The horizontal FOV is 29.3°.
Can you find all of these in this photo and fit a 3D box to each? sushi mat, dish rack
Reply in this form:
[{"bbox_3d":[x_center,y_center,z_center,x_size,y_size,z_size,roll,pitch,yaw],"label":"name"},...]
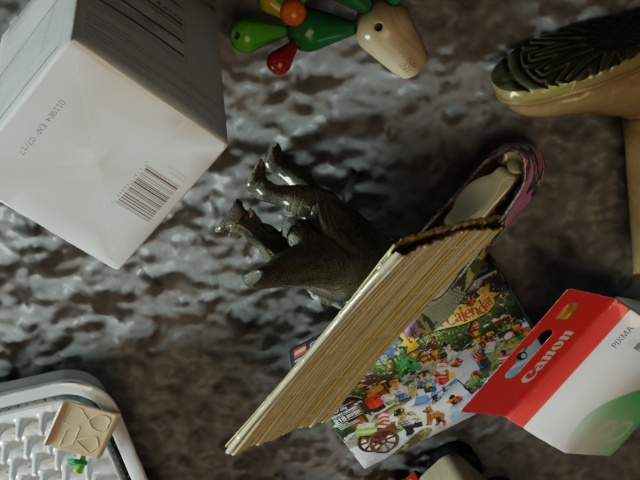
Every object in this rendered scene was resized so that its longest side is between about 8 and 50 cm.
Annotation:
[{"bbox_3d":[0.035,0.089,1.100,0.151,0.019,0.316,-13,151,-44],"label":"sushi mat"},{"bbox_3d":[-0.313,0.276,1.290,0.285,0.072,0.333,-13,124,2],"label":"dish rack"}]

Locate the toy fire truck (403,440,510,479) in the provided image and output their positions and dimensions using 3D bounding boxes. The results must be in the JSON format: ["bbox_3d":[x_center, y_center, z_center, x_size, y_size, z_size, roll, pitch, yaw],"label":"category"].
[{"bbox_3d":[0.132,0.368,1.385,0.246,0.158,0.217,-44,119,8],"label":"toy fire truck"}]

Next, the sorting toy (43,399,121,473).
[{"bbox_3d":[-0.238,0.194,1.199,0.062,0.012,0.083,17,115,-23],"label":"sorting toy"}]

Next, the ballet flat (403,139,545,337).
[{"bbox_3d":[0.126,-0.004,1.143,0.221,0.077,0.079,-54,156,13],"label":"ballet flat"}]

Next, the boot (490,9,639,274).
[{"bbox_3d":[0.293,-0.072,1.134,0.236,0.089,0.269,-16,125,1],"label":"boot"}]

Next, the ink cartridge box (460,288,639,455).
[{"bbox_3d":[0.276,0.139,1.246,0.224,0.056,0.181,10,125,-44],"label":"ink cartridge box"}]

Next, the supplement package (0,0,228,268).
[{"bbox_3d":[-0.166,-0.120,0.944,0.134,0.244,0.139,34,114,-25],"label":"supplement package"}]

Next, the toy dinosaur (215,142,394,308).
[{"bbox_3d":[0.000,0.000,1.074,0.160,0.313,0.121,28,89,1],"label":"toy dinosaur"}]

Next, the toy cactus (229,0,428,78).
[{"bbox_3d":[0.037,-0.201,1.017,0.219,0.112,0.180,-40,130,8],"label":"toy cactus"}]

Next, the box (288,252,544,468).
[{"bbox_3d":[0.106,0.125,1.265,0.233,0.044,0.159,-29,123,11],"label":"box"}]
